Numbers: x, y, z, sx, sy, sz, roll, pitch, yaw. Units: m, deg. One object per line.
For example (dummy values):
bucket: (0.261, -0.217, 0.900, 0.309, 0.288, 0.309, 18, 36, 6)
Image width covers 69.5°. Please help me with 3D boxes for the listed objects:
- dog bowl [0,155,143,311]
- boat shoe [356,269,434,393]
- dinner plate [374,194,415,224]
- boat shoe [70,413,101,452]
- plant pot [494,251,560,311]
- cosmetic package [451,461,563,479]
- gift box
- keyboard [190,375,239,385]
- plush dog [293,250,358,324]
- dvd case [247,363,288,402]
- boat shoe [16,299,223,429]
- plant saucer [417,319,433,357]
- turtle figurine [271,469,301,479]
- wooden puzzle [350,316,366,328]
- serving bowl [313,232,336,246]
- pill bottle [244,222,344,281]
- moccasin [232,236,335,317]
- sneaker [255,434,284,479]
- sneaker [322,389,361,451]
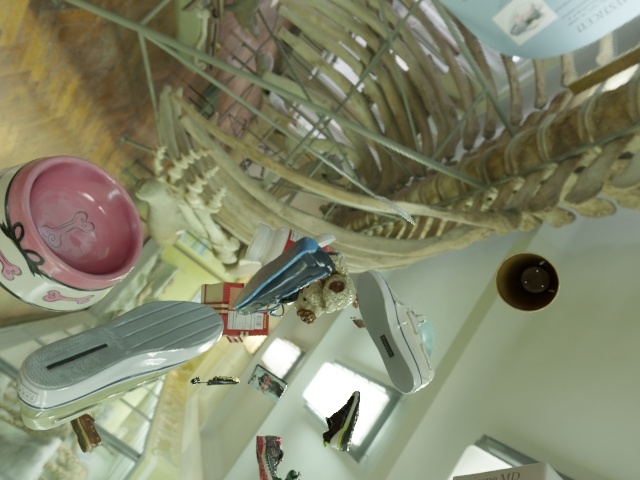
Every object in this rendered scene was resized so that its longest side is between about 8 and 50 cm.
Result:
dog bowl: (-0.637, -0.034, 1.183, 0.150, 0.408, 0.408, -22, -160, 22)
boat shoe: (0.239, 0.249, 1.362, 0.157, 0.367, 0.136, -10, 157, -37)
dinner plate: (0.206, -0.088, 1.264, 0.017, 0.141, 0.141, -55, -172, 7)
boat shoe: (-0.784, 0.611, 1.534, 0.060, 0.178, 0.064, -9, 149, -50)
plant pot: (0.871, 0.165, 1.911, 0.237, 0.237, 0.254, -47, 156, 22)
cosmetic package: (0.285, 0.606, 0.730, 0.230, 0.161, 0.453, -40, -176, 42)
gift box: (-0.360, 0.310, 1.975, 0.258, 0.276, 0.255, -12, -112, 51)
keyboard: (-0.427, 0.561, 1.853, 0.317, 0.202, 0.033, 125, -36, -71)
plush dog: (0.009, 0.195, 1.659, 0.225, 0.210, 0.262, -21, -144, 9)
dvd case: (-0.171, 0.462, 1.490, 0.087, 0.119, 0.013, -63, 168, 24)
boat shoe: (-0.278, 0.168, 0.672, 0.302, 0.109, 0.094, -12, 137, -50)
plant saucer: (0.365, 0.388, 1.732, 0.037, 0.195, 0.195, 7, -129, 40)
turtle figurine: (-0.056, 0.683, 1.182, 0.118, 0.175, 0.234, -52, 145, -16)
wooden puzzle: (0.146, 0.304, 1.685, 0.083, 0.049, 0.006, 41, -62, 47)
serving bowl: (0.000, 0.000, 1.285, 0.083, 0.027, 0.083, -24, 172, -4)
pill bottle: (-0.117, 0.080, 2.065, 0.229, 0.408, 0.229, -157, -90, -79)
moccasin: (-0.101, 0.123, 1.162, 0.342, 0.117, 0.137, -34, -155, 42)
sneaker: (-0.202, 0.916, 1.917, 0.299, 0.112, 0.120, -123, -146, -67)
sneaker: (0.065, 0.549, 1.443, 0.234, 0.097, 0.084, -53, 149, -60)
